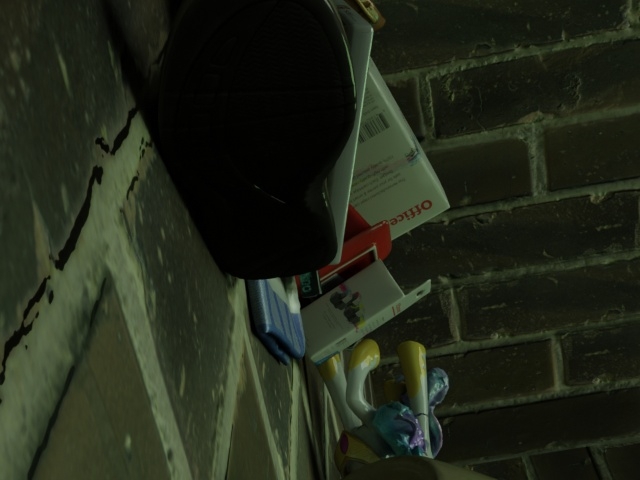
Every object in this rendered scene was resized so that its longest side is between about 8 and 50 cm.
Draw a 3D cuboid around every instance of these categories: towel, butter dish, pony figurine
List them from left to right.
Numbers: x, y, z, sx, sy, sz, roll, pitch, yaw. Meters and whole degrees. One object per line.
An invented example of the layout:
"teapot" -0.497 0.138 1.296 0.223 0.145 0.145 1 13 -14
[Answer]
"towel" -0.060 -0.019 1.161 0.209 0.034 0.285 66 15 -72
"butter dish" 0.000 0.000 1.365 0.118 0.159 0.160 57 -3 16
"pony figurine" 0.110 0.318 1.439 0.351 0.302 0.364 36 37 -36

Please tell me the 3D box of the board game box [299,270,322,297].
"board game box" -0.026 -0.042 1.233 0.186 0.026 0.126 -98 180 -50

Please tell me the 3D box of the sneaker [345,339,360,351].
"sneaker" 0.057 0.107 2.051 0.281 0.105 0.115 76 5 -52

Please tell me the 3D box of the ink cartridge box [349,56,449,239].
"ink cartridge box" 0.049 -0.124 1.515 0.233 0.171 0.168 58 11 -20

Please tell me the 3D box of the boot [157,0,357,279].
"boot" -0.052 -0.165 0.843 0.377 0.138 0.284 81 2 -62

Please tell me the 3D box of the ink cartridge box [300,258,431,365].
"ink cartridge box" 0.051 0.084 1.373 0.062 0.181 0.104 57 -2 13

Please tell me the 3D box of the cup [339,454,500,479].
"cup" 0.085 0.297 0.766 0.237 0.331 0.331 51 12 -15

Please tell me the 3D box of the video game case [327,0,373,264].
"video game case" -0.004 -0.122 1.026 0.206 0.026 0.227 -119 -146 -60

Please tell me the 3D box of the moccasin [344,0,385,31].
"moccasin" -0.036 -0.381 1.221 0.380 0.147 0.139 59 7 -28
